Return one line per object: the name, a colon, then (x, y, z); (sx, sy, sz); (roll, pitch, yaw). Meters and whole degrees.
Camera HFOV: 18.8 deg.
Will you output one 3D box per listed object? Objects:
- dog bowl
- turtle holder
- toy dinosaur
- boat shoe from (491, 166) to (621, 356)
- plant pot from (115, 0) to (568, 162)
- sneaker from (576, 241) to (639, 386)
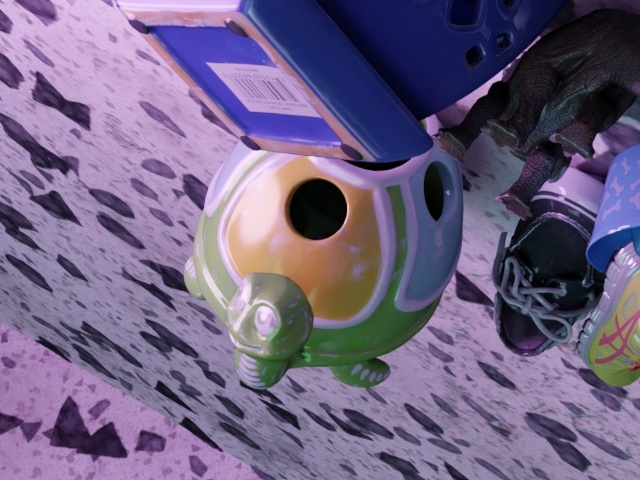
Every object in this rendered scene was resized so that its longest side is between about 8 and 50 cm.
dog bowl: (0.310, -0.001, 1.447); (0.166, 0.074, 0.297); (-7, 159, 30)
turtle holder: (-0.007, -0.015, 1.732); (0.243, 0.320, 0.227); (48, 141, 24)
toy dinosaur: (0.184, -0.115, 1.430); (0.121, 0.160, 0.313); (36, 155, -2)
boat shoe: (0.210, 0.030, 1.783); (0.113, 0.105, 0.306); (32, 162, 5)
plant pot: (0.003, -0.190, 1.420); (0.236, 0.212, 0.236); (10, 149, 51)
sneaker: (0.294, 0.082, 1.733); (0.094, 0.081, 0.208); (46, 156, 26)
